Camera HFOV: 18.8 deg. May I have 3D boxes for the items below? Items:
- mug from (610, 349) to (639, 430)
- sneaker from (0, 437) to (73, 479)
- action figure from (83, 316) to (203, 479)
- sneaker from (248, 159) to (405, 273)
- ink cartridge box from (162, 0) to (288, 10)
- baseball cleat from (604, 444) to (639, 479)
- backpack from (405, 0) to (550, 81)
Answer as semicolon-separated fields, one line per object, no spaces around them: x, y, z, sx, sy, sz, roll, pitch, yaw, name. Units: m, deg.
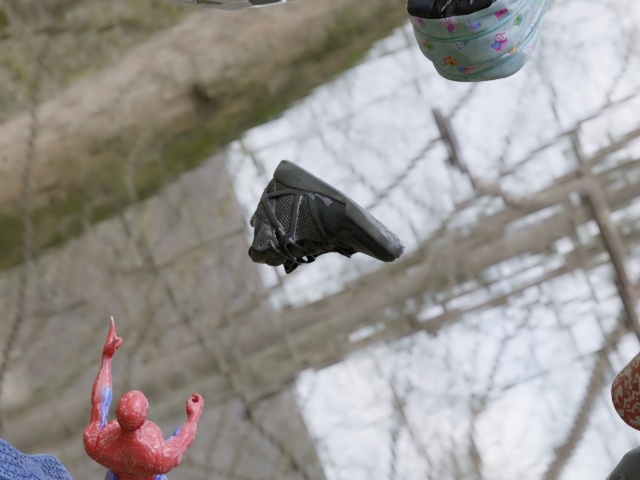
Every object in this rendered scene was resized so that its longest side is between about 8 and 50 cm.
0.422;0.179;2.348;0.169;0.113;0.150;125;-13;-61;mug
-0.399;0.310;2.446;0.081;0.090;0.232;53;9;26;sneaker
-0.152;0.175;1.687;0.280;0.091;0.139;96;6;-61;action figure
0.000;0.000;2.338;0.227;0.130;0.087;30;-4;38;sneaker
-0.087;-0.308;1.649;0.087;0.153;0.208;-2;-89;33;ink cartridge box
0.313;0.299;2.072;0.072;0.109;0.206;40;-48;13;baseball cleat
0.151;-0.236;1.801;0.115;0.152;0.182;59;37;-36;backpack
